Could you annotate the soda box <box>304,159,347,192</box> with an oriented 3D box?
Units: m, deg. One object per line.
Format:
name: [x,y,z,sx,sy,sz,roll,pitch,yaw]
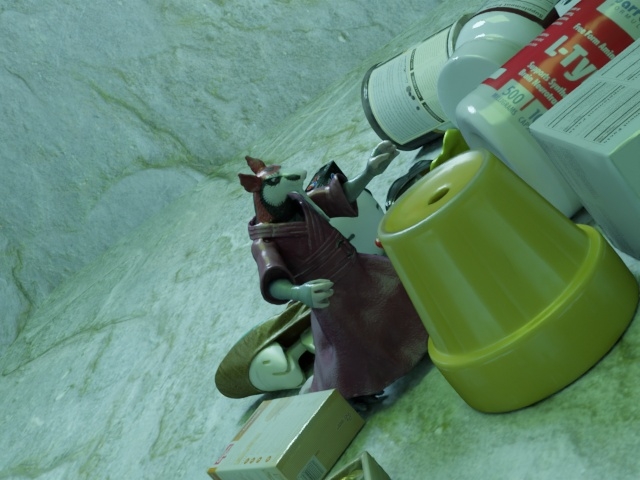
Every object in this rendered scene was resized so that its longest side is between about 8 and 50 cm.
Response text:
soda box: [0.006,-0.115,2.676,0.053,0.060,0.169,-30,17,30]

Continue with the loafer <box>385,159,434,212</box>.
loafer: [0.179,-0.101,2.204,0.061,0.062,0.170,-16,28,47]

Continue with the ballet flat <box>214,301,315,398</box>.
ballet flat: [-0.019,0.160,1.859,0.342,0.116,0.124,-35,34,3]

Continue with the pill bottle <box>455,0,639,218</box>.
pill bottle: [0.410,-0.228,1.659,0.408,0.229,0.229,-40,14,-1]

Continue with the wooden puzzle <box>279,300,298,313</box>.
wooden puzzle: [-0.045,0.119,2.200,0.083,0.006,0.049,-33,16,25]

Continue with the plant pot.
plant pot: [0.202,0.031,1.381,0.254,0.239,0.254,-36,14,11]

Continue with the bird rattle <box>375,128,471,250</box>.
bird rattle: [0.215,-0.054,1.854,0.207,0.143,0.253,10,52,50]

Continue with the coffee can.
coffee can: [0.246,-0.320,2.407,0.275,0.201,0.201,-23,22,49]

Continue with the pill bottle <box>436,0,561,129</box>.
pill bottle: [0.384,-0.360,2.137,0.224,0.224,0.392,-21,24,52]

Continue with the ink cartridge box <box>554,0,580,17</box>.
ink cartridge box: [0.465,-0.323,1.940,0.065,0.165,0.332,-36,14,19]

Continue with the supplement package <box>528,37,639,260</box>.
supplement package: [0.406,-0.099,1.336,0.198,0.199,0.262,-39,14,1]

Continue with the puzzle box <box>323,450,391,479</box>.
puzzle box: [-0.084,0.422,1.293,0.409,0.052,0.272,-38,15,8]

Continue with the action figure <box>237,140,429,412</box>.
action figure: [0.009,0.031,1.599,0.248,0.370,0.276,-45,11,-31]

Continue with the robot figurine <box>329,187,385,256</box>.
robot figurine: [0.001,0.003,2.121,0.278,0.174,0.209,-23,65,49]

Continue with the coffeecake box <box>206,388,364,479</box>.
coffeecake box: [-0.050,0.281,1.598,0.185,0.068,0.142,-19,25,54]
